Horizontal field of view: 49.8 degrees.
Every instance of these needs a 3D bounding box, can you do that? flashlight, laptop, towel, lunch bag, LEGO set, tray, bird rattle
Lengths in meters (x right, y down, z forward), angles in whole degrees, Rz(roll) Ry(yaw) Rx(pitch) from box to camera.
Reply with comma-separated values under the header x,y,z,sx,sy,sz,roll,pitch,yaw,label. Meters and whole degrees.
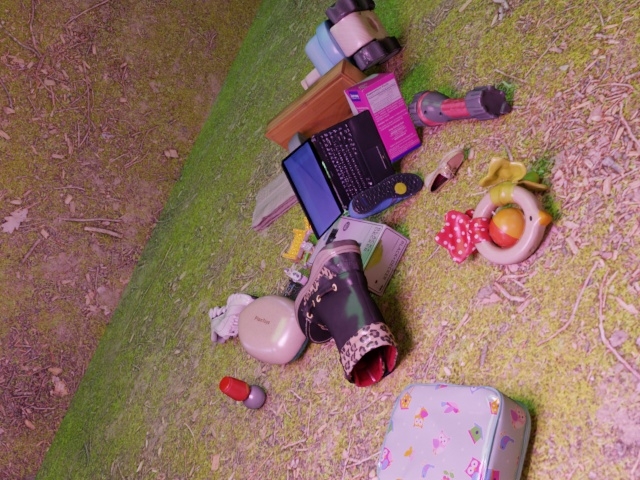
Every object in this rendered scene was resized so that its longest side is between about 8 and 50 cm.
x,y,z,sx,sy,sz,roll,pitch,yaw,label
0.342,-0.346,1.761,0.103,0.103,0.304,-28,15,-18,flashlight
0.059,-0.173,1.806,0.264,0.234,0.136,-24,20,4,laptop
-0.154,-0.163,2.487,0.282,0.049,0.187,-35,36,38,towel
0.230,0.373,1.229,0.279,0.107,0.224,-15,53,55,lunch bag
0.000,0.000,2.041,0.287,0.107,0.132,-51,50,-1,LEGO set
0.016,-0.412,2.279,0.411,0.202,0.076,-31,39,43,tray
0.361,-0.040,1.417,0.254,0.143,0.207,-53,44,18,bird rattle

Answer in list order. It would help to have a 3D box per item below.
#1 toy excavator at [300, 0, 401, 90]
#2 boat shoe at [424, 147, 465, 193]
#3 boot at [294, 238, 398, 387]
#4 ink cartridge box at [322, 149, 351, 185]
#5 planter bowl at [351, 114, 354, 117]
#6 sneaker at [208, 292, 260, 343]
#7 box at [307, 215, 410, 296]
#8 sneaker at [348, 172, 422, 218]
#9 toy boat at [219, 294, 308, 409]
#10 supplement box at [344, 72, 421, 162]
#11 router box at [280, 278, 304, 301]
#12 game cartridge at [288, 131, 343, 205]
x,y,z,sx,sy,sz,roll,pitch,yaw,label
0.046,-0.624,2.362,0.445,0.222,0.433,-30,5,30,toy excavator
0.312,-0.169,1.708,0.135,0.050,0.045,-53,29,35,boat shoe
0.056,0.212,1.617,0.377,0.138,0.284,110,145,-47,boot
0.097,-0.192,1.959,0.115,0.198,0.067,-52,48,13,ink cartridge box
0.135,-0.325,2.052,0.162,0.109,0.162,-42,16,15,planter bowl
-0.275,0.252,2.225,0.292,0.110,0.118,-37,41,51,sneaker
0.094,0.031,1.826,0.169,0.087,0.290,-62,27,-5,box
0.167,-0.116,1.810,0.209,0.069,0.082,-25,-12,-9,sneaker
-0.153,0.307,1.908,0.267,0.148,0.318,19,77,50,toy boat
0.172,-0.337,1.896,0.113,0.220,0.111,-31,21,-17,supplement box
-0.089,0.183,2.036,0.123,0.038,0.092,-61,28,-4,router box
-0.008,-0.231,2.144,0.062,0.198,0.297,-50,28,17,game cartridge
